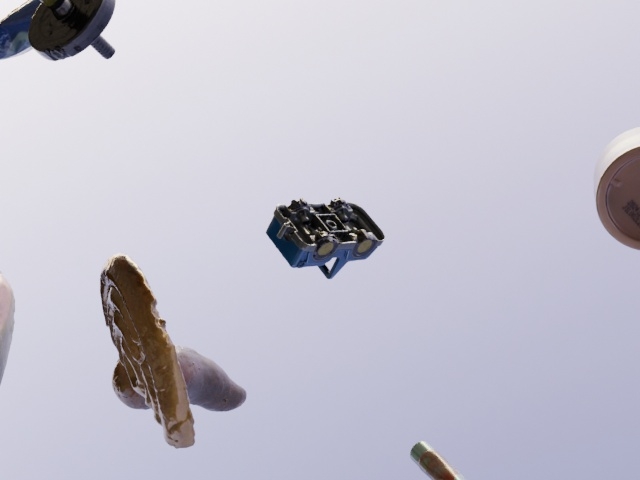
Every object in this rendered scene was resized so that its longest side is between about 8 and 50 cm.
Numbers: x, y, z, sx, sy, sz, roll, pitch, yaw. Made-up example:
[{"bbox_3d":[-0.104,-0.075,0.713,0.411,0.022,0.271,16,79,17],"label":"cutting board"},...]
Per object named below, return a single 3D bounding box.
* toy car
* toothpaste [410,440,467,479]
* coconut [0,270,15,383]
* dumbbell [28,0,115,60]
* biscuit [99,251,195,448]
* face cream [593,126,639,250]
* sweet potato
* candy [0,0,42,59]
[{"bbox_3d":[0.000,0.000,1.526,0.097,0.191,0.100,52,-52,32],"label":"toy car"},{"bbox_3d":[0.190,0.339,1.329,0.036,0.056,0.205,-55,-145,1],"label":"toothpaste"},{"bbox_3d":[-0.650,0.168,1.496,0.404,0.404,0.404,-28,-139,28],"label":"coconut"},{"bbox_3d":[-0.391,-0.354,1.353,0.143,0.325,0.143,-15,-124,23],"label":"dumbbell"},{"bbox_3d":[-0.178,0.091,0.956,0.033,0.144,0.224,-18,-138,-22],"label":"biscuit"},{"bbox_3d":[0.443,-0.071,1.311,0.149,0.149,0.104,-34,-171,22],"label":"face cream"},{"bbox_3d":[-0.201,0.201,1.437,0.097,0.292,0.097,-6,-103,28],"label":"sweet potato"},{"bbox_3d":[-0.454,-0.371,1.618,0.331,0.077,0.187,-32,-159,2],"label":"candy"}]
